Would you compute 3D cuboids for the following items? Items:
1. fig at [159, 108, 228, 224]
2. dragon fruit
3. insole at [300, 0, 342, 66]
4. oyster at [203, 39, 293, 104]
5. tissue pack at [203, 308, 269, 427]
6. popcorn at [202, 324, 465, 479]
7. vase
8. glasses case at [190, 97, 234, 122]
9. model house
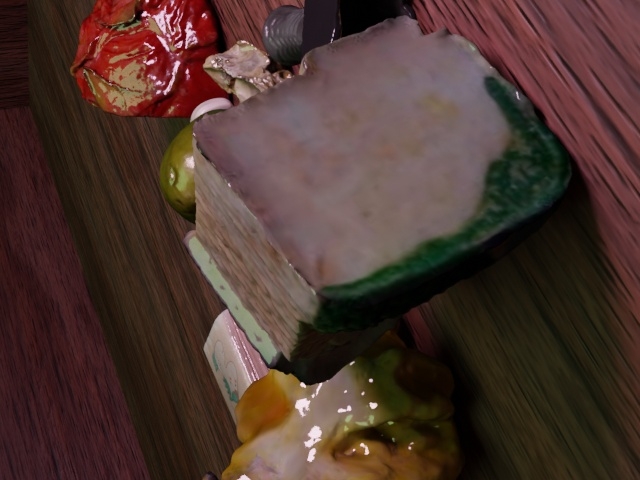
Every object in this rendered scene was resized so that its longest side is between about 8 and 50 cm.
[{"bbox_3d":[-0.157,-0.117,1.197,0.181,0.181,0.191,117,158,-52],"label":"fig"},{"bbox_3d":[-0.302,-0.379,1.380,0.240,0.303,0.329,-90,-1,-85],"label":"dragon fruit"},{"bbox_3d":[0.008,-0.315,0.818,0.119,0.009,0.348,141,138,-57],"label":"insole"},{"bbox_3d":[-0.062,-0.189,1.077,0.232,0.107,0.161,51,155,17],"label":"oyster"},{"bbox_3d":[-0.121,0.298,1.428,0.325,0.071,0.170,62,148,25],"label":"tissue pack"},{"bbox_3d":[0.024,0.238,0.945,0.316,0.281,0.297,-46,44,12],"label":"popcorn"},{"bbox_3d":[0.006,-0.249,0.911,0.237,0.116,0.115,24,123,61],"label":"vase"},{"bbox_3d":[-0.186,-0.160,1.327,0.051,0.081,0.204,54,152,31],"label":"glasses case"},{"bbox_3d":[0.035,-0.018,0.742,0.243,0.299,0.284,53,152,16],"label":"model house"}]
